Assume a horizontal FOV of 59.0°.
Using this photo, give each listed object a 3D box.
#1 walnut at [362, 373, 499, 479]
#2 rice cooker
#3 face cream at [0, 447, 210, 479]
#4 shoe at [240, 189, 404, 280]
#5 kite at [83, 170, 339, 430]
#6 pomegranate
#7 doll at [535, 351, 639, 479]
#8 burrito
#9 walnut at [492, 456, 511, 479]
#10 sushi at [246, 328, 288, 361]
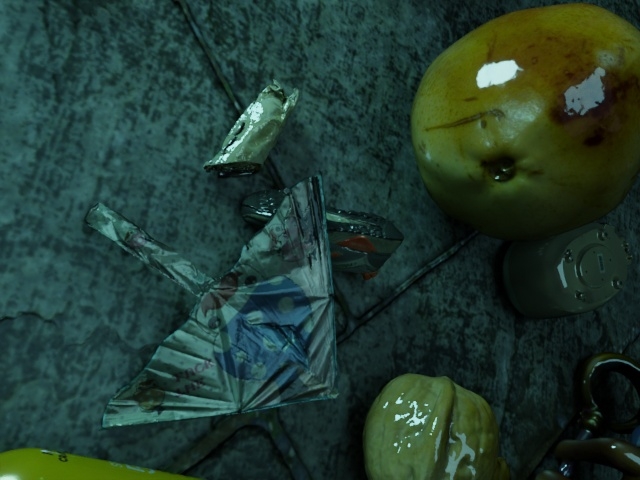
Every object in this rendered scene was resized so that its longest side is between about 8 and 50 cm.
[{"bbox_3d":[0.124,0.235,0.650,0.166,0.149,0.166,-2,65,5],"label":"walnut"},{"bbox_3d":[0.373,0.042,0.859,0.206,0.127,0.145,-17,92,-26],"label":"rice cooker"},{"bbox_3d":[-0.166,0.249,0.484,0.349,0.105,0.105,24,69,-27],"label":"face cream"},{"bbox_3d":[-0.002,0.000,0.661,0.194,0.074,0.077,12,118,-18],"label":"shoe"},{"bbox_3d":[-0.094,0.062,0.571,0.314,0.011,0.335,41,76,-13],"label":"kite"},{"bbox_3d":[0.271,-0.149,0.728,0.319,0.319,0.319,7,77,-32],"label":"pomegranate"},{"bbox_3d":[0.479,0.332,0.804,0.340,0.318,0.209,-51,151,-9],"label":"doll"},{"bbox_3d":[-0.073,-0.124,0.653,0.055,0.041,0.149,34,67,-8],"label":"burrito"},{"bbox_3d":[0.199,0.353,0.722,0.143,0.069,0.170,-27,97,-35],"label":"walnut"},{"bbox_3d":[-0.054,0.103,0.618,0.083,0.046,0.044,-23,93,-33],"label":"sushi"}]
